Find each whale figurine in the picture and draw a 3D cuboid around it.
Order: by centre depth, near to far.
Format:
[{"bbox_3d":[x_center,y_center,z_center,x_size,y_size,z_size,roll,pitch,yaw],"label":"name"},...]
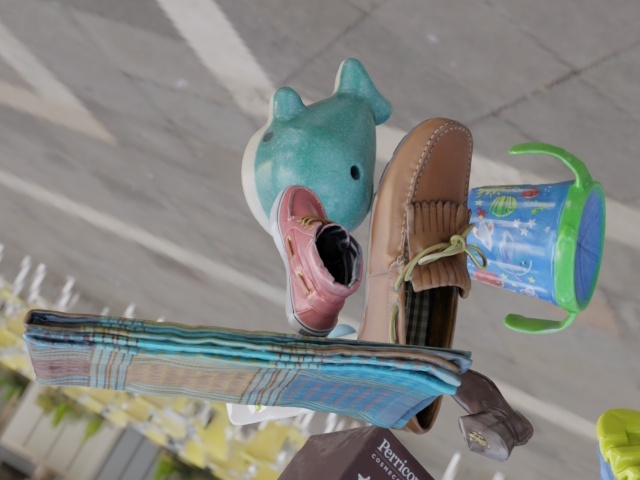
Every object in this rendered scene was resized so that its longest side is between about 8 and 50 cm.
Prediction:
[{"bbox_3d":[0.021,-0.116,1.659,0.141,0.272,0.216,-4,132,48],"label":"whale figurine"}]

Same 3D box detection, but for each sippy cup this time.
[{"bbox_3d":[0.364,-0.003,2.282,0.224,0.305,0.240,8,167,23],"label":"sippy cup"}]

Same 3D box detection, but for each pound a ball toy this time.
[{"bbox_3d":[-0.022,0.230,2.254,0.319,0.135,0.208,-15,171,29],"label":"pound a ball toy"}]

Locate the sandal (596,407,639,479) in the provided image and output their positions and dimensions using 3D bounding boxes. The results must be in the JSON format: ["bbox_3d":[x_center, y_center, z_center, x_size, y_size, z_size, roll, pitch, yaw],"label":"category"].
[{"bbox_3d":[0.427,0.370,1.667,0.126,0.317,0.138,3,129,-9],"label":"sandal"}]

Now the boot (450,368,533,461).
[{"bbox_3d":[0.137,0.155,1.169,0.106,0.037,0.114,34,-164,19],"label":"boot"}]

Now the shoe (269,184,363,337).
[{"bbox_3d":[0.000,0.000,1.213,0.063,0.178,0.081,13,136,-22],"label":"shoe"}]

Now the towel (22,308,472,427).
[{"bbox_3d":[-0.076,0.121,1.176,0.370,0.040,0.271,6,164,-8],"label":"towel"}]

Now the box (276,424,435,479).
[{"bbox_3d":[0.025,0.344,1.493,0.168,0.203,0.167,48,148,-12],"label":"box"}]

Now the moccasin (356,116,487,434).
[{"bbox_3d":[0.127,0.042,1.565,0.139,0.380,0.147,17,176,-43],"label":"moccasin"}]
